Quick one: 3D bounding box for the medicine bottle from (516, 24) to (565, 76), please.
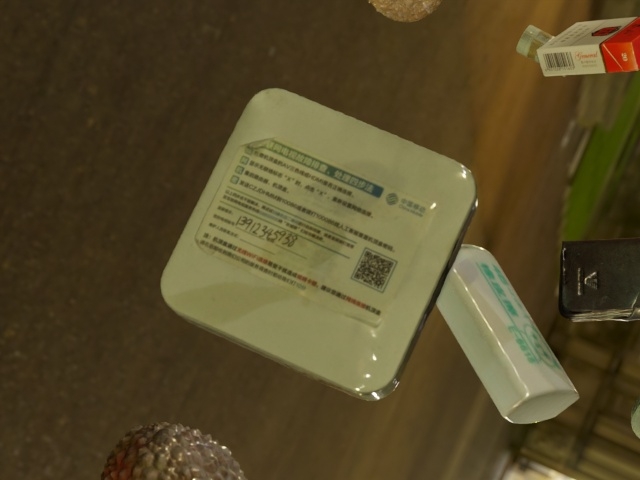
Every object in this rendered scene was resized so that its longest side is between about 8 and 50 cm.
[{"bbox_3d":[0.338,-0.283,2.094,0.047,0.083,0.047,-53,164,-22],"label":"medicine bottle"}]

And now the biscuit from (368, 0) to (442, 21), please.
[{"bbox_3d":[0.110,-0.338,1.798,0.120,0.120,0.015,-68,-160,5],"label":"biscuit"}]

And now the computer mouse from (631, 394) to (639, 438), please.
[{"bbox_3d":[0.516,0.215,1.831,0.097,0.159,0.288,-66,-173,-32],"label":"computer mouse"}]

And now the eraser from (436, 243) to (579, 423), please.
[{"bbox_3d":[0.284,0.149,2.259,0.104,0.290,0.189,-39,153,20],"label":"eraser"}]

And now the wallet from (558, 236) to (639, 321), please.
[{"bbox_3d":[0.522,0.051,2.137,0.172,0.318,0.045,-77,159,-47],"label":"wallet"}]

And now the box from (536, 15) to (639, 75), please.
[{"bbox_3d":[0.374,-0.255,1.842,0.100,0.152,0.048,-37,114,-35],"label":"box"}]

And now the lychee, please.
[{"bbox_3d":[-0.146,0.272,1.411,0.165,0.165,0.197,-48,130,-57],"label":"lychee"}]

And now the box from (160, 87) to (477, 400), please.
[{"bbox_3d":[0.001,0.001,2.155,0.396,0.396,0.111,-64,171,-11],"label":"box"}]
